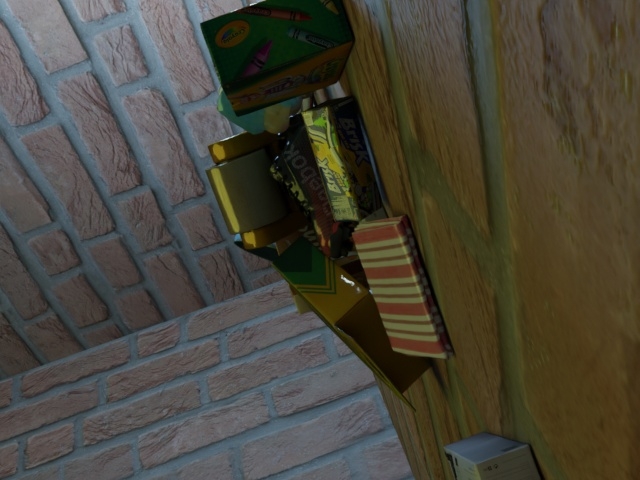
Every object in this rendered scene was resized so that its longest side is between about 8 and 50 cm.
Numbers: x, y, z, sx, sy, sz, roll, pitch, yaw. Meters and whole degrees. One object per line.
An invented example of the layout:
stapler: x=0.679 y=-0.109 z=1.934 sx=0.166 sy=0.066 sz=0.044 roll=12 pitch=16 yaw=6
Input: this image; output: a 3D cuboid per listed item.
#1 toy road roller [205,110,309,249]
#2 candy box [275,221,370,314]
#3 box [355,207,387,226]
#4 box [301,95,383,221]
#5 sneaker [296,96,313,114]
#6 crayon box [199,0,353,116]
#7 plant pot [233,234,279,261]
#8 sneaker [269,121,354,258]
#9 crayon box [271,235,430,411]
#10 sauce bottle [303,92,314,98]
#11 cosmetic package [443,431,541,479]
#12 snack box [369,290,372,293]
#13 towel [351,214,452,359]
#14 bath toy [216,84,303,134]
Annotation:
toy road roller: x=-0.115 y=-0.118 z=1.451 sx=0.240 sy=0.329 sz=0.203 roll=-10 pitch=104 yaw=42
candy box: x=0.000 y=0.000 z=1.522 sx=0.316 sy=0.182 sz=0.088 roll=-112 pitch=3 yaw=-54
box: x=0.095 y=0.012 z=1.151 sx=0.145 sy=0.038 sz=0.186 roll=75 pitch=174 yaw=-65
box: x=0.032 y=-0.114 z=1.046 sx=0.054 sy=0.059 sz=0.169 roll=-1 pitch=112 yaw=43
sneaker: x=-0.075 y=-0.339 z=1.621 sx=0.088 sy=0.092 sz=0.225 roll=83 pitch=167 yaw=-80
crayon box: x=-0.056 y=-0.245 z=0.982 sx=0.278 sy=0.165 sz=0.081 roll=-141 pitch=32 yaw=-87
plant pot: x=-0.047 y=-0.041 z=1.823 sx=0.290 sy=0.290 sz=0.196 roll=83 pitch=-155 yaw=-80
sneaker: x=-0.016 y=-0.090 z=1.264 sx=0.098 sy=0.135 sz=0.276 roll=77 pitch=-176 yaw=-66
crayon box: x=0.057 y=0.131 z=1.232 sx=0.202 sy=0.081 sz=0.318 roll=51 pitch=174 yaw=-32
sauce bottle: x=-0.051 y=-0.358 z=1.528 sx=0.042 sy=0.042 sz=0.128 roll=-137 pitch=29 yaw=-86
cosmetic package: x=0.187 y=0.267 z=0.788 sx=0.239 sy=0.060 sz=0.099 roll=79 pitch=170 yaw=-77
snack box: x=0.126 y=0.161 z=1.726 sx=0.141 sy=0.037 sz=0.100 roll=-121 pitch=10 yaw=-78
towel: x=0.110 y=0.064 z=0.986 sx=0.144 sy=0.029 sz=0.197 roll=-8 pitch=102 yaw=69
bath toy: x=-0.095 y=-0.332 z=1.369 sx=0.151 sy=0.129 sz=0.348 roll=30 pitch=-146 yaw=-22
